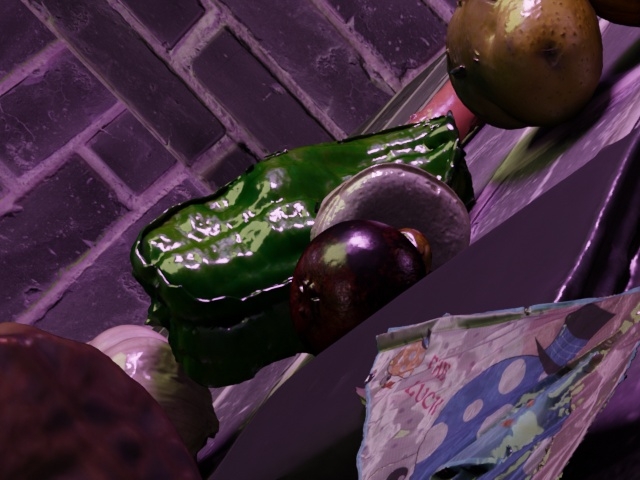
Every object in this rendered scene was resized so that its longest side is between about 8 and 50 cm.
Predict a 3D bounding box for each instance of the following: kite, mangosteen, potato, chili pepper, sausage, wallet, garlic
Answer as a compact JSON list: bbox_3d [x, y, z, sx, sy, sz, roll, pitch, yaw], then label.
[{"bbox_3d":[0.038,0.129,0.681,0.368,0.014,0.406,-41,16,24],"label":"kite"},{"bbox_3d":[0.044,0.043,1.148,0.140,0.140,0.140,-44,6,6],"label":"mangosteen"},{"bbox_3d":[0.199,-0.188,1.373,0.143,0.169,0.248,-35,8,0],"label":"potato"},{"bbox_3d":[0.004,0.010,1.373,0.385,0.213,0.167,-27,-43,-13],"label":"chili pepper"},{"bbox_3d":[0.156,-0.147,1.835,0.326,0.079,0.087,-48,7,-19],"label":"sausage"},{"bbox_3d":[0.063,0.086,0.922,0.406,0.062,0.228,-38,9,42],"label":"wallet"},{"bbox_3d":[-0.196,0.199,1.434,0.228,0.152,0.228,-34,44,40],"label":"garlic"}]

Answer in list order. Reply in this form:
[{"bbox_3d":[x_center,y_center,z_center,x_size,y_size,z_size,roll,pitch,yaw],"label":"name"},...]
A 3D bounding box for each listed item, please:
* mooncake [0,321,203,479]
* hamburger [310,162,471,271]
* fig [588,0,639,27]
[{"bbox_3d":[-0.191,0.195,0.827,0.161,0.290,0.290,-31,12,31],"label":"mooncake"},{"bbox_3d":[0.058,-0.002,1.232,0.140,0.133,0.062,-53,14,3],"label":"hamburger"},{"bbox_3d":[0.323,-0.274,1.335,0.202,0.148,0.149,34,115,49],"label":"fig"}]
